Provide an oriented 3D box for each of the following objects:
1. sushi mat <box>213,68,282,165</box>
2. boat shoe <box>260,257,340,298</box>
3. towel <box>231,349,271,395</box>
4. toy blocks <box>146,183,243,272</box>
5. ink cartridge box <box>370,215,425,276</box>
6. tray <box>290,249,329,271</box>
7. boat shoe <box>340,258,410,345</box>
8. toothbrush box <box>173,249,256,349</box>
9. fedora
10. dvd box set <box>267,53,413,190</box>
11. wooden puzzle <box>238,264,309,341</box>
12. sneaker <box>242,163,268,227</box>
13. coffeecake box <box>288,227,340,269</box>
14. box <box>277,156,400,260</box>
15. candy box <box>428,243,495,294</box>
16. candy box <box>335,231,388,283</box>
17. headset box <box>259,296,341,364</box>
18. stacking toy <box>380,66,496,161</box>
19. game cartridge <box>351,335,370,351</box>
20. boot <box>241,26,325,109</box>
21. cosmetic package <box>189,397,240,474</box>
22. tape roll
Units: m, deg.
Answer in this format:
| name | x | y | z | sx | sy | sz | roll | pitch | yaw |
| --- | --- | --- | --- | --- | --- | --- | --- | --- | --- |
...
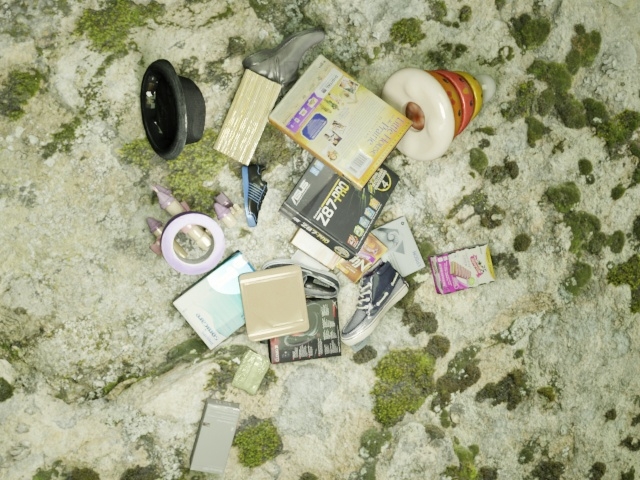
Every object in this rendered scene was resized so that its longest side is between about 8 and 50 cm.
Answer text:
| name | x | y | z | sx | sy | sz | roll | pitch | yaw |
| --- | --- | --- | --- | --- | --- | --- | --- | --- | --- |
| sushi mat | -0.266 | -0.442 | 1.893 | 0.151 | 0.019 | 0.317 | 26 | 98 | 6 |
| boat shoe | -0.075 | 0.149 | 1.925 | 0.301 | 0.102 | 0.108 | 16 | 109 | -4 |
| towel | -0.258 | 0.490 | 1.947 | 0.110 | 0.027 | 0.148 | 28 | 85 | -10 |
| toy blocks | -0.456 | -0.099 | 1.771 | 0.309 | 0.288 | 0.260 | -40 | 103 | -6 |
| ink cartridge box | 0.269 | 0.047 | 2.047 | 0.224 | 0.045 | 0.223 | -25 | 95 | -10 |
| tray | 0.012 | 0.018 | 2.002 | 0.145 | 0.030 | 0.270 | 37 | 83 | -9 |
| boat shoe | 0.169 | 0.217 | 1.933 | 0.340 | 0.127 | 0.158 | -44 | 112 | -21 |
| toothbrush box | -0.342 | 0.207 | 1.878 | 0.295 | 0.126 | 0.216 | -39 | 99 | -10 |
| fedora | -0.490 | -0.448 | 1.808 | 0.152 | 0.334 | 0.334 | -14 | 93 | -42 |
| dvd box set | 0.071 | -0.421 | 1.866 | 0.420 | 0.062 | 0.308 | 37 | 83 | 3 |
| wooden puzzle | -0.162 | 0.217 | 1.840 | 0.221 | 0.044 | 0.239 | -9 | 93 | -14 |
| sneaker | -0.234 | -0.164 | 1.923 | 0.090 | 0.081 | 0.232 | -4 | 90 | -5 |
| coffeecake box | 0.000 | 0.000 | 1.948 | 0.185 | 0.068 | 0.142 | 34 | 82 | -10 |
| box | 0.077 | -0.171 | 1.925 | 0.318 | 0.097 | 0.395 | 36 | 64 | -7 |
| candy box | 0.566 | 0.113 | 2.097 | 0.233 | 0.071 | 0.159 | -14 | 92 | -12 |
| candy box | 0.153 | 0.060 | 1.994 | 0.109 | 0.053 | 0.187 | 42 | 98 | -4 |
| headset box | -0.081 | 0.328 | 1.941 | 0.293 | 0.110 | 0.218 | -5 | 91 | -12 |
| stacking toy | 0.496 | -0.541 | 2.004 | 0.480 | 0.350 | 0.351 | -30 | 96 | -27 |
| game cartridge | 0.152 | 0.390 | 2.039 | 0.083 | 0.017 | 0.056 | -43 | 95 | -9 |
| boot | -0.101 | -0.627 | 1.947 | 0.338 | 0.118 | 0.223 | -27 | 98 | 0 |
| cosmetic package | -0.380 | 0.700 | 1.884 | 0.127 | 0.107 | 0.238 | 14 | 84 | -14 |
| tape roll | -0.393 | 0.006 | 1.617 | 0.189 | 0.080 | 0.189 | -3 | 101 | -17 |
